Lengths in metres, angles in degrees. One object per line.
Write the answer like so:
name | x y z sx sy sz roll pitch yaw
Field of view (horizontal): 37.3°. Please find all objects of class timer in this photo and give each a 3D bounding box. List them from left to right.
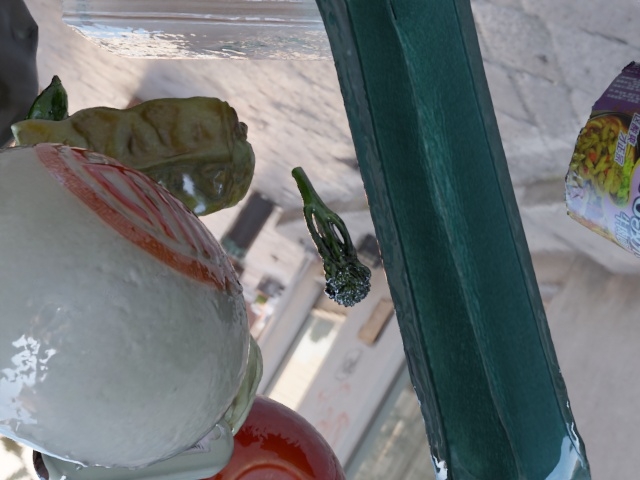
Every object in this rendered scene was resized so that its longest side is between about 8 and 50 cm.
timer | -0.133 0.396 1.312 0.378 0.378 0.279 32 151 -16

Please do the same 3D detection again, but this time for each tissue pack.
tissue pack | -0.124 -0.265 1.137 0.325 0.071 0.170 4 179 15

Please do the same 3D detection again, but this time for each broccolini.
broccolini | 0.014 -0.012 1.226 0.068 0.203 0.091 -25 166 28

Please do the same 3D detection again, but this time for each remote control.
remote control | -0.179 0.207 0.952 0.221 0.042 0.078 4 -128 -43

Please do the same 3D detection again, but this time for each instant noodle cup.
instant noodle cup | 0.511 -0.086 1.303 0.266 0.340 0.340 27 172 34

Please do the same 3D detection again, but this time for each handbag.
handbag | 0.088 -0.005 0.598 0.089 0.326 0.238 -16 169 9

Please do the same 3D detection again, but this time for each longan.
longan | -0.542 -0.247 1.331 0.288 0.350 0.288 -1 161 0

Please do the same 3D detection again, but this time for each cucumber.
cucumber | -0.359 -0.100 1.193 0.069 0.227 0.069 14 172 2

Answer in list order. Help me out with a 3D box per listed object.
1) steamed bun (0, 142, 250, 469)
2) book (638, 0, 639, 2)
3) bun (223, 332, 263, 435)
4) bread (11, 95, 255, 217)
steamed bun | -0.172 0.031 0.717 0.283 0.177 0.283 36 -173 -5
book | 0.611 -0.356 1.270 0.300 0.039 0.428 42 162 -19
bun | -0.168 0.185 1.147 0.145 0.229 0.229 50 167 -15
bread | -0.207 -0.085 1.097 0.267 0.152 0.130 -12 -157 -15
